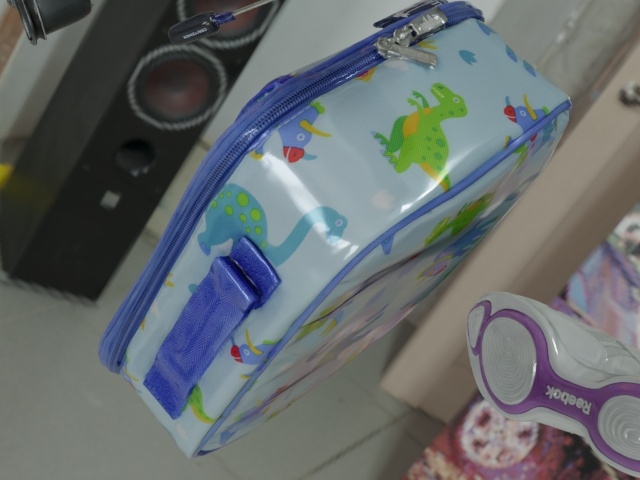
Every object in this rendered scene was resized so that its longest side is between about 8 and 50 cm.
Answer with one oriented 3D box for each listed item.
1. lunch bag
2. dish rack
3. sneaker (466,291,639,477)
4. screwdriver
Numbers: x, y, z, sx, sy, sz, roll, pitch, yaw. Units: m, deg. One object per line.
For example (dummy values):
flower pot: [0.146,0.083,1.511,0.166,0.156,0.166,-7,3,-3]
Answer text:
lunch bag: [0.000,0.000,0.549,0.090,0.219,0.176,48,51,10]
dish rack: [-0.291,-0.306,1.177,0.074,0.208,0.271,-20,20,-14]
sneaker: [0.271,0.147,1.228,0.152,0.114,0.305,7,19,-43]
screwdriver: [-0.067,-0.206,1.113,0.024,0.170,0.025,-26,105,-60]
